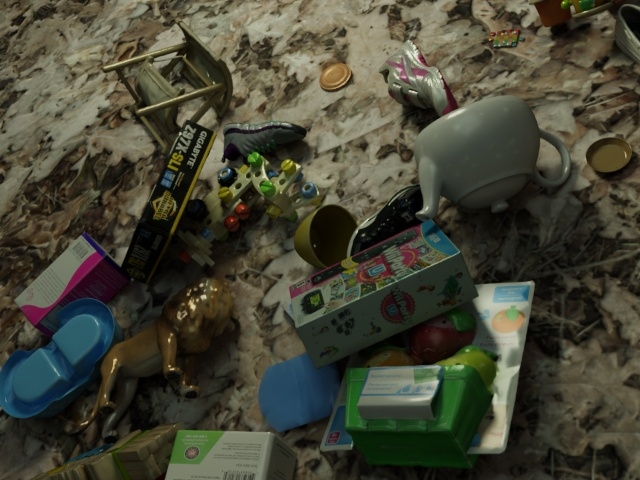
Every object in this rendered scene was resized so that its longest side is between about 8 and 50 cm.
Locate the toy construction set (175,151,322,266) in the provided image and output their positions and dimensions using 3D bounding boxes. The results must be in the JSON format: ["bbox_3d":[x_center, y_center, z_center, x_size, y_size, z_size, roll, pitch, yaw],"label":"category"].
[{"bbox_3d":[-0.177,-0.061,1.727,0.328,0.151,0.215,-36,50,-15],"label":"toy construction set"}]

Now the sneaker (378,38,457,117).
[{"bbox_3d":[0.212,-0.333,1.754,0.111,0.103,0.252,-35,44,6],"label":"sneaker"}]

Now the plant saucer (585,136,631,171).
[{"bbox_3d":[0.548,-0.160,1.520,0.084,0.015,0.083,-13,53,17],"label":"plant saucer"}]

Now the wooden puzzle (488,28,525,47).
[{"bbox_3d":[0.415,-0.452,1.788,0.083,0.006,0.049,2,59,27],"label":"wooden puzzle"}]

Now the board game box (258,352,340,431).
[{"bbox_3d":[-0.034,0.284,1.489,0.169,0.033,0.133,-23,56,17],"label":"board game box"}]

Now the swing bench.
[{"bbox_3d":[-0.372,-0.395,2.031,0.255,0.165,0.253,-35,49,-7],"label":"swing bench"}]

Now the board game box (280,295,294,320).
[{"bbox_3d":[-0.021,0.128,1.594,0.090,0.020,0.090,-42,50,-5],"label":"board game box"}]

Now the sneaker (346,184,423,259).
[{"bbox_3d":[0.138,-0.030,1.552,0.217,0.079,0.121,-52,10,-15],"label":"sneaker"}]

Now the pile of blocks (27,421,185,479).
[{"bbox_3d":[-0.395,0.452,1.517,0.362,0.149,0.112,-23,94,22],"label":"pile of blocks"}]

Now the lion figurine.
[{"bbox_3d":[-0.343,0.231,1.605,0.392,0.142,0.240,-25,44,14],"label":"lion figurine"}]

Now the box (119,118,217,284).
[{"bbox_3d":[-0.332,-0.073,1.711,0.079,0.322,0.257,25,62,-11],"label":"box"}]

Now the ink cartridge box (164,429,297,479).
[{"bbox_3d":[-0.171,0.475,1.368,0.199,0.114,0.272,-4,56,24],"label":"ink cartridge box"}]

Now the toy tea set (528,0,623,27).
[{"bbox_3d":[0.596,-0.546,1.643,0.336,0.124,0.200,-17,14,17],"label":"toy tea set"}]

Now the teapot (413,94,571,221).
[{"bbox_3d":[0.313,-0.143,1.502,0.256,0.253,0.187,-26,77,26],"label":"teapot"}]

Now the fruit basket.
[{"bbox_3d":[0.180,0.202,1.354,0.327,0.165,0.353,-6,47,31],"label":"fruit basket"}]

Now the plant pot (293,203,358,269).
[{"bbox_3d":[0.000,0.000,1.615,0.095,0.134,0.134,-12,50,50],"label":"plant pot"}]

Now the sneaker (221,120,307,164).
[{"bbox_3d":[-0.132,-0.221,1.864,0.224,0.083,0.098,3,80,32],"label":"sneaker"}]

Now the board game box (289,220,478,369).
[{"bbox_3d":[0.102,0.090,1.433,0.304,0.097,0.224,-25,17,2],"label":"board game box"}]

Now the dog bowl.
[{"bbox_3d":[-0.550,0.260,1.713,0.297,0.074,0.166,-43,59,-7],"label":"dog bowl"}]

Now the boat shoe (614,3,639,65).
[{"bbox_3d":[0.674,-0.376,1.559,0.096,0.088,0.267,-30,50,4],"label":"boat shoe"}]

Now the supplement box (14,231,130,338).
[{"bbox_3d":[-0.558,0.110,1.805,0.220,0.114,0.111,-45,51,-9],"label":"supplement box"}]

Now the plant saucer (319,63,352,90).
[{"bbox_3d":[0.035,-0.396,1.928,0.084,0.013,0.083,-13,53,18],"label":"plant saucer"}]
